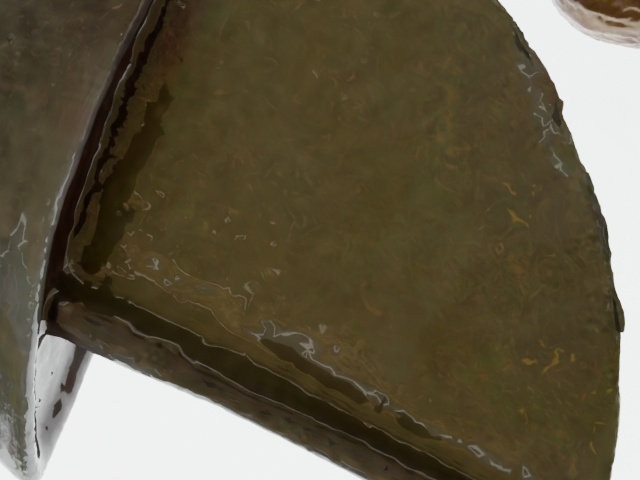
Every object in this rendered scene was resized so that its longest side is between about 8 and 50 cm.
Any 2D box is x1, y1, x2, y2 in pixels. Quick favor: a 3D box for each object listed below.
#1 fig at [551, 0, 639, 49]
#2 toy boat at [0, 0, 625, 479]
[{"bbox_3d":[0.236,-0.153,0.625,0.146,0.134,0.201,-29,-119,-21],"label":"fig"},{"bbox_3d":[-0.024,-0.022,0.421,0.293,0.111,0.276,4,-84,11],"label":"toy boat"}]
